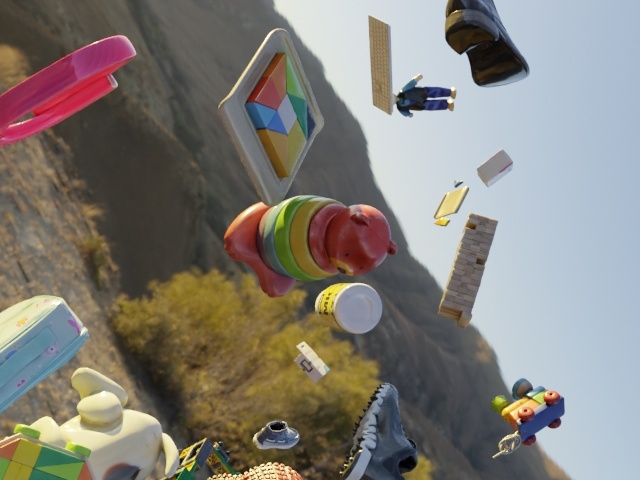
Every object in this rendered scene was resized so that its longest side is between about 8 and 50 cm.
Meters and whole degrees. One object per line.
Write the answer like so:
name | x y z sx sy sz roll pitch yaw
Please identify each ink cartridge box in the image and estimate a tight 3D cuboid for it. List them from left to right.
ink cartridge box | -0.023 0.259 1.690 0.083 0.028 0.048 47 19 8
ink cartridge box | 0.530 -0.217 2.411 0.056 0.099 0.135 54 9 11

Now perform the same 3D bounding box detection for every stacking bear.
stacking bear | 0.000 0.000 1.379 0.289 0.164 0.175 -1 -42 48

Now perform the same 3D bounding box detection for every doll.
doll | 0.253 -0.371 2.052 0.046 0.188 0.129 -101 -169 -47

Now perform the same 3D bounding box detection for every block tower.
block tower | 0.428 0.077 2.303 0.091 0.097 0.336 90 17 -66

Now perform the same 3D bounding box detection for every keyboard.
keyboard | 0.147 -0.427 1.949 0.072 0.014 0.256 33 -34 34

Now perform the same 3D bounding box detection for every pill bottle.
pill bottle | 0.062 0.164 1.937 0.119 0.119 0.208 66 -17 -3

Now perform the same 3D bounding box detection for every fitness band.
fitness band | -0.436 -0.247 1.330 0.054 0.290 0.209 58 0 -8

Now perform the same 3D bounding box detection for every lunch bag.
lunch bag | -0.537 0.211 1.335 0.224 0.279 0.108 -4 -56 52

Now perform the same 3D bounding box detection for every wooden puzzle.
wooden puzzle | -0.070 -0.212 1.366 0.239 0.044 0.221 -62 141 -39
wooden puzzle | 0.261 -0.073 1.580 0.014 0.116 0.078 37 -15 -19

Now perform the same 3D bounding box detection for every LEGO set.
LEGO set | -0.368 0.709 2.162 0.255 0.192 0.331 51 24 -17

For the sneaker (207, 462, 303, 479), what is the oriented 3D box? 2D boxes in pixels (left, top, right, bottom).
sneaker | -0.140 0.535 1.675 0.088 0.225 0.093 -81 157 -60

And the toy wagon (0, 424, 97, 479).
toy wagon | -0.647 0.528 1.669 0.344 0.267 0.068 28 -28 -22

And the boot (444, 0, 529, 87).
boot | 0.257 -0.386 1.262 0.263 0.091 0.229 28 55 -56

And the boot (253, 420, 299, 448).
boot | -0.118 0.605 2.490 0.190 0.086 0.069 4 44 -50

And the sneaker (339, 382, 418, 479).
sneaker | 0.104 0.313 1.235 0.106 0.078 0.234 30 26 1

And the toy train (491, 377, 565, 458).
toy train | 0.487 0.448 2.021 0.143 0.248 0.105 35 -36 52

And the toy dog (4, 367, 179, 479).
toy dog | -0.590 0.586 1.942 0.408 0.395 0.285 -51 163 -53
